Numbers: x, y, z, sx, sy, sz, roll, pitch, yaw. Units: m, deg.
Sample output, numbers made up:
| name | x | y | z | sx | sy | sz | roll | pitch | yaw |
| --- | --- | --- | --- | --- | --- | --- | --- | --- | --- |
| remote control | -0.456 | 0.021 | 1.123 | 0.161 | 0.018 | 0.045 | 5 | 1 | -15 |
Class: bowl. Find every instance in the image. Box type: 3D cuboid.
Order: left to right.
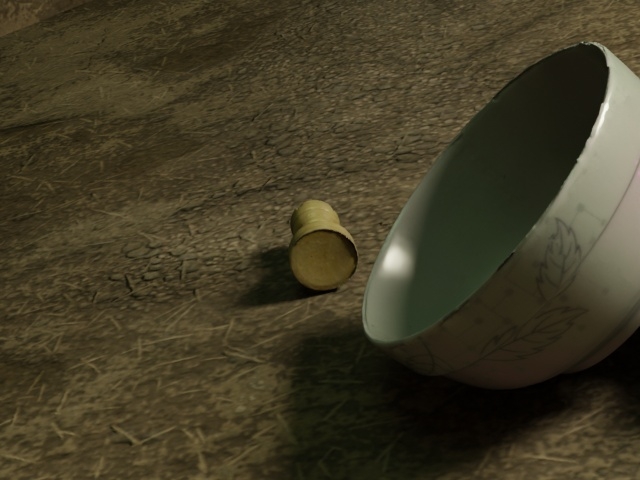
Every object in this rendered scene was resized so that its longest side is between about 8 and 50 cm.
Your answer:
| name | x | y | z | sx | sy | sz | roll | pitch | yaw |
| --- | --- | --- | --- | --- | --- | --- | --- | --- | --- |
| bowl | 0.175 | 0.000 | 1.120 | 0.287 | 0.144 | 0.287 | -50 | 16 | 19 |

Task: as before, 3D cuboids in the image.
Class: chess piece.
| name | x | y | z | sx | sy | sz | roll | pitch | yaw |
| --- | --- | --- | --- | --- | --- | --- | --- | --- | --- |
| chess piece | 0.000 | 0.000 | 1.404 | 0.066 | 0.066 | 0.122 | -14 | 18 | 1 |
